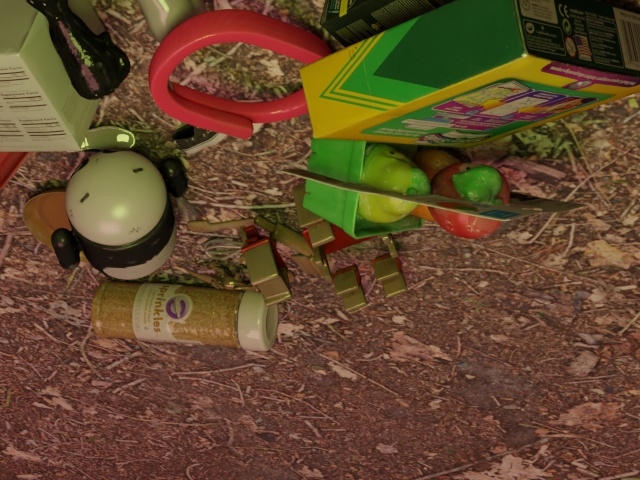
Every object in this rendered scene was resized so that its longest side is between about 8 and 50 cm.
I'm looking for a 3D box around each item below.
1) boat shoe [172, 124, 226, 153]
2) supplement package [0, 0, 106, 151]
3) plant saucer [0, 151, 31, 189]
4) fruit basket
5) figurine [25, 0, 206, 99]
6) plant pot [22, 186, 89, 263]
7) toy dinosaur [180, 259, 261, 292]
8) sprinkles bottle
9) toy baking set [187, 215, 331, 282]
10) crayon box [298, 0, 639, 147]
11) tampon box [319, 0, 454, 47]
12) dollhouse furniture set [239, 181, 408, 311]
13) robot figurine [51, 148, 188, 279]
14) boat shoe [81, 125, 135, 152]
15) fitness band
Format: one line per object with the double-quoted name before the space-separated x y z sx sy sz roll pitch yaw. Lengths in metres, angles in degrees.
"boat shoe" -0.186 -0.176 1.962 0.040 0.049 0.142 33 144 -28
"supplement package" -0.418 -0.265 1.768 0.149 0.194 0.203 1 145 19
"plant saucer" -0.603 -0.208 2.054 0.258 0.047 0.259 27 146 -21
"fruit basket" 0.171 -0.084 1.778 0.353 0.165 0.327 7 -172 31
"figurine" -0.284 -0.329 1.658 0.092 0.215 0.209 45 168 43
"plant pot" -0.432 -0.030 2.281 0.236 0.032 0.236 9 148 6
"toy dinosaur" -0.188 0.076 2.315 0.183 0.053 0.092 13 163 6
"sprinkles bottle" -0.264 0.146 2.409 0.355 0.121 0.121 3 146 15
"toy baking set" -0.110 0.019 2.248 0.256 0.030 0.197 31 143 -27
"crayon box" 0.209 -0.211 1.566 0.313 0.106 0.363 -16 171 38
"tampon box" 0.098 -0.319 1.581 0.161 0.120 0.101 -21 135 40
"dollhouse furniture set" 0.000 0.000 2.098 0.259 0.135 0.262 -20 140 7
"robot figurine" -0.333 -0.041 2.067 0.174 0.209 0.278 13 158 5
"boat shoe" -0.368 -0.166 2.046 0.125 0.046 0.038 -6 -172 1
"fitness band" -0.108 -0.235 1.751 0.291 0.054 0.209 12 141 -42
